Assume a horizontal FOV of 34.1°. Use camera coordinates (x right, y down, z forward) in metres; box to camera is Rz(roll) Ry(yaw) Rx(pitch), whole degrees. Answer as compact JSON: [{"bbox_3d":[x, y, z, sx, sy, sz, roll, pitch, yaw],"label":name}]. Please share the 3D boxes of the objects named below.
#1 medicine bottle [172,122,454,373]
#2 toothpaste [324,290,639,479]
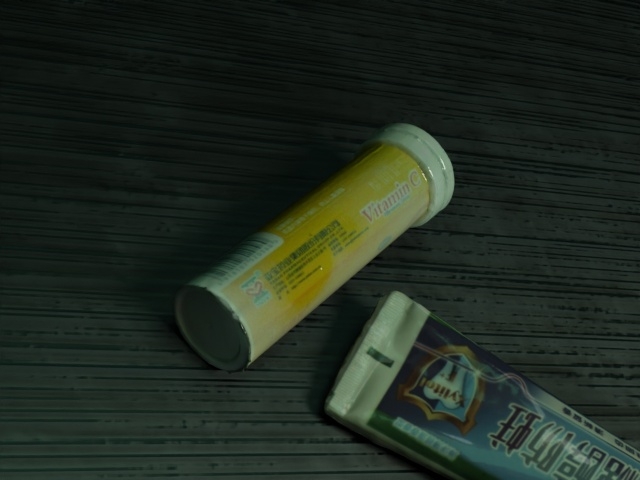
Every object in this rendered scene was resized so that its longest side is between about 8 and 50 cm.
[{"bbox_3d":[0.000,0.000,0.675,0.074,0.074,0.218,42,49,12],"label":"medicine bottle"},{"bbox_3d":[0.189,0.163,0.632,0.392,0.061,0.099,31,59,4],"label":"toothpaste"}]
